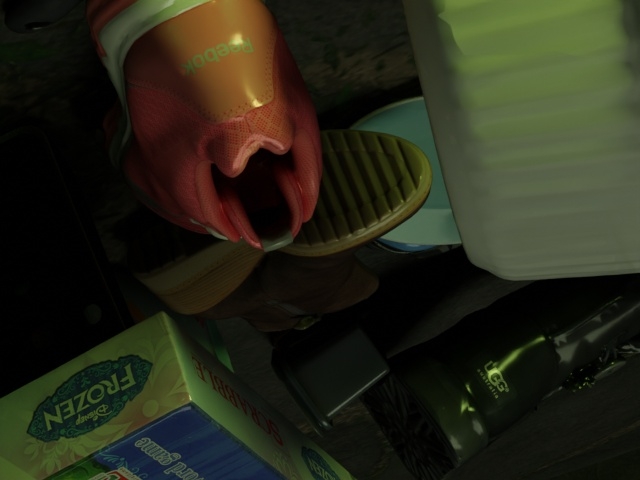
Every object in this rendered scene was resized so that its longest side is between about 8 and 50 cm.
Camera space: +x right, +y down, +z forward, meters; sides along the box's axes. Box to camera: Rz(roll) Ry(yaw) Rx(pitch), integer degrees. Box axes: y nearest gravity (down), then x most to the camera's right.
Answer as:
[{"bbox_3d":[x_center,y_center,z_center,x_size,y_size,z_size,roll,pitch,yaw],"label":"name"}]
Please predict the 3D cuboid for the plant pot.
[{"bbox_3d":[-0.203,0.058,1.038,0.187,0.188,0.167,-25,173,5],"label":"plant pot"}]

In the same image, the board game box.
[{"bbox_3d":[-0.146,0.203,0.988,0.318,0.066,0.319,-29,143,11],"label":"board game box"}]

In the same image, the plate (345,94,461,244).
[{"bbox_3d":[0.093,-0.057,1.207,0.188,0.024,0.188,-1,145,-1],"label":"plate"}]

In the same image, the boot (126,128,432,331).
[{"bbox_3d":[0.000,0.000,1.219,0.248,0.090,0.207,-19,159,23],"label":"boot"}]

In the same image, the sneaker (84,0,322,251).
[{"bbox_3d":[-0.057,-0.042,0.907,0.116,0.136,0.314,-24,163,-5],"label":"sneaker"}]

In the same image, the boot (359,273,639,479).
[{"bbox_3d":[0.264,0.071,1.660,0.445,0.146,0.367,-34,-179,-11],"label":"boot"}]

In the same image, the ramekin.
[{"bbox_3d":[0.115,-0.103,0.827,0.127,0.273,0.273,-12,163,8],"label":"ramekin"}]

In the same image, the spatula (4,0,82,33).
[{"bbox_3d":[-0.073,-0.175,0.750,0.084,0.030,0.296,-4,155,-42],"label":"spatula"}]

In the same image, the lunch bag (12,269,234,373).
[{"bbox_3d":[-0.146,0.163,1.241,0.160,0.262,0.223,-29,160,19],"label":"lunch bag"}]

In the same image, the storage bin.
[{"bbox_3d":[0.010,0.114,1.556,0.091,0.098,0.135,-35,-176,2],"label":"storage bin"}]

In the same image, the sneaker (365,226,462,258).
[{"bbox_3d":[0.110,-0.024,1.356,0.188,0.067,0.078,-10,178,-37],"label":"sneaker"}]
